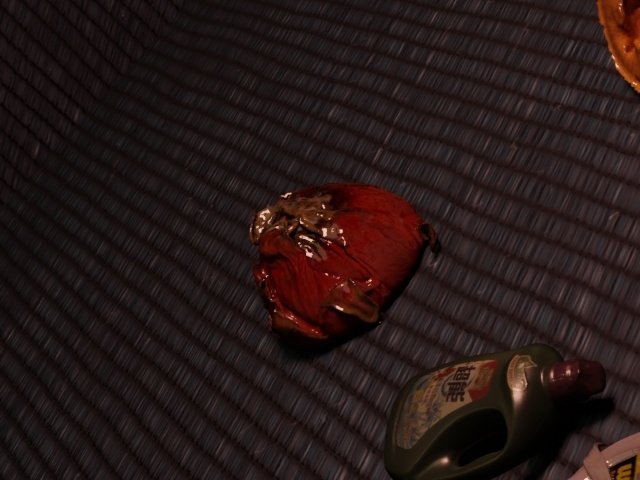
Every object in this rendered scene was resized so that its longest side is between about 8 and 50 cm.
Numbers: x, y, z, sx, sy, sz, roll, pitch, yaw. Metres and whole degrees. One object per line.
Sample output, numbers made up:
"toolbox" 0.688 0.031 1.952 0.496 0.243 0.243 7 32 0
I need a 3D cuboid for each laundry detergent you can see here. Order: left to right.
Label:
"laundry detergent" 0.164 0.161 1.642 0.221 0.078 0.144 -18 38 40

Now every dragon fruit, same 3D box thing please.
"dragon fruit" -0.003 0.002 2.043 0.218 0.148 0.224 -48 26 -8

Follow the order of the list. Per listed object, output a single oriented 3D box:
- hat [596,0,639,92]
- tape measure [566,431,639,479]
"hat" 0.431 -0.274 1.837 0.233 0.244 0.233 -19 55 -10
"tape measure" 0.258 0.222 1.352 0.197 0.120 0.236 -20 30 33
